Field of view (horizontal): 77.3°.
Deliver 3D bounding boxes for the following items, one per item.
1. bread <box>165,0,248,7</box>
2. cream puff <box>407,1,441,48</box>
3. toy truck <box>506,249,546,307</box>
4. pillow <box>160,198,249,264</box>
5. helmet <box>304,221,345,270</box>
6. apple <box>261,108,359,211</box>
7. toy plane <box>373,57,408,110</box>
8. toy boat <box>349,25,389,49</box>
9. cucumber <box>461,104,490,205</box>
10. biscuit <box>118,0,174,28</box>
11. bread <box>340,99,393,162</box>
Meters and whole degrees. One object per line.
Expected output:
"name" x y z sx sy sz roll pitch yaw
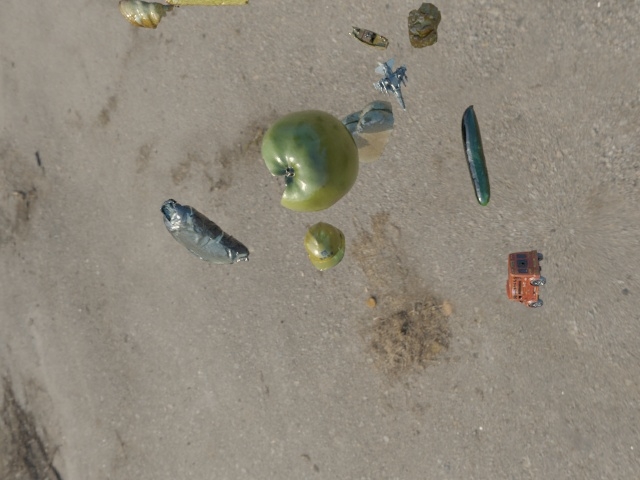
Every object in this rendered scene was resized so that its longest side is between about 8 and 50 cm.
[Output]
"bread" -0.217 -0.495 0.778 0.103 0.187 0.065 28 127 52
"cream puff" 0.301 -0.619 1.155 0.094 0.116 0.122 -6 60 17
"toy truck" 0.705 0.139 1.381 0.114 0.252 0.107 -4 56 22
"pillow" -0.376 -0.015 1.297 0.161 0.335 0.092 -19 45 31
"helmet" 0.000 0.000 1.900 0.205 0.140 0.257 -28 42 15
"apple" -0.013 -0.225 1.160 0.233 0.258 0.295 1 116 24
"toy plane" 0.314 -0.662 1.697 0.160 0.082 0.234 -33 100 -1
"toy boat" 0.219 -0.919 1.813 0.206 0.072 0.064 33 110 22
"cucumber" 0.435 -0.235 1.127 0.056 0.056 0.284 -8 99 31
"biscuit" -0.437 -0.562 0.997 0.183 0.118 0.061 39 131 52
"bread" 0.150 -0.382 1.447 0.183 0.337 0.102 -2 75 -4
